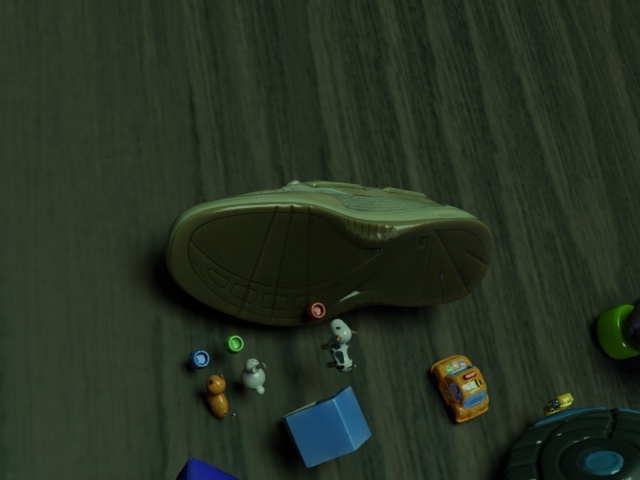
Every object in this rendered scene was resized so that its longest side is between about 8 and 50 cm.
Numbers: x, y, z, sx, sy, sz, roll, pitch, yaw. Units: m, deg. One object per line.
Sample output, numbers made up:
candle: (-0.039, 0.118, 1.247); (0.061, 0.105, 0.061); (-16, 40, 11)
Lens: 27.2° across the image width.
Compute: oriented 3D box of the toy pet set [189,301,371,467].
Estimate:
toy pet set: (-0.017, 0.112, 1.005); (0.122, 0.065, 0.114); (-23, 90, -27)

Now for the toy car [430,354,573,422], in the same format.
toy car: (0.159, 0.121, 1.141); (0.122, 0.040, 0.060); (-3, 67, -15)

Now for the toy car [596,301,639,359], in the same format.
toy car: (0.383, 0.127, 1.260); (0.149, 0.155, 0.188); (-16, 83, -42)

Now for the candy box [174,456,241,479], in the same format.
candy box: (0.013, 0.304, 0.781); (0.268, 0.122, 0.317); (28, 18, -16)

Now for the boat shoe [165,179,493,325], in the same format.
boat shoe: (0.000, 0.000, 1.101); (0.302, 0.109, 0.098); (-1, 25, -32)

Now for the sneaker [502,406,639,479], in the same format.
sneaker: (0.209, 0.263, 1.069); (0.341, 0.125, 0.139); (-59, 141, -55)
